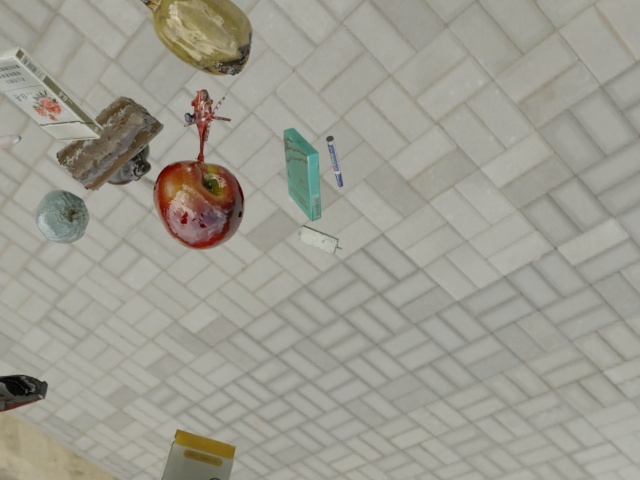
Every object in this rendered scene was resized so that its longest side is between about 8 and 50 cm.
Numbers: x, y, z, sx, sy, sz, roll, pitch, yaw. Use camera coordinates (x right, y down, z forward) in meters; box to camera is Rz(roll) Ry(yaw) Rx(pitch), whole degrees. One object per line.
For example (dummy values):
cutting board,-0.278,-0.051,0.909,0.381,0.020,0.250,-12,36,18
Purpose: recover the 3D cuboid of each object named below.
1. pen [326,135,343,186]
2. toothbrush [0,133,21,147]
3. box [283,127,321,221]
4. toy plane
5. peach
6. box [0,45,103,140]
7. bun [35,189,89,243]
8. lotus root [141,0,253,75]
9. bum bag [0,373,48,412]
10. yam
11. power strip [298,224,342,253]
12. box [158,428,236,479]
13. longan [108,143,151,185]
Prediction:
pen,0.046,-0.241,1.845,0.025,0.025,0.204,-1,141,13
toothbrush,-0.728,-0.210,1.303,0.307,0.025,0.029,0,168,41
box,-0.051,-0.189,1.711,0.042,0.161,0.226,-21,133,-20
toy plane,-0.287,-0.281,1.489,0.077,0.126,0.194,38,150,38
peach,-0.306,-0.086,1.471,0.243,0.199,0.243,12,138,11
box,-0.476,-0.243,1.016,0.109,0.029,0.198,2,150,28
bun,-0.634,-0.059,1.484,0.083,0.141,0.141,-9,127,27
lotus root,-0.299,-0.509,1.382,0.310,0.183,0.183,28,130,-22
bum bag,-0.662,0.300,1.169,0.142,0.080,0.326,-5,169,7
yam,-0.505,-0.241,1.437,0.238,0.129,0.128,-43,102,3
power strip,0.000,0.000,1.702,0.136,0.019,0.051,21,107,14
box,-0.240,0.481,1.073,0.129,0.247,0.033,22,142,-14
longan,-0.546,-0.236,1.626,0.204,0.159,0.185,31,117,19
